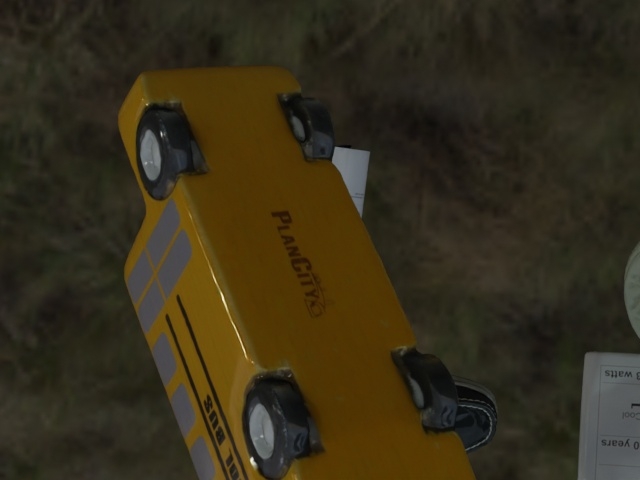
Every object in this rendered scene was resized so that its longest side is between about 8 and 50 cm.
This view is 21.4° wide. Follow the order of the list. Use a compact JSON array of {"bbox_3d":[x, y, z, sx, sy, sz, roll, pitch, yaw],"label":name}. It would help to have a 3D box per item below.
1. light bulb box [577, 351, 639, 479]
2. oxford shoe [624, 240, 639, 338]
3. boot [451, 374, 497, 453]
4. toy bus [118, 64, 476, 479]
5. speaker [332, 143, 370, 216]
[{"bbox_3d":[0.398,0.298,1.465,0.358,0.361,0.225,2,165,13],"label":"light bulb box"},{"bbox_3d":[0.424,0.014,1.115,0.449,0.169,0.130,-2,-160,33],"label":"oxford shoe"},{"bbox_3d":[0.037,0.186,1.311,0.236,0.178,0.085,-5,117,-6],"label":"boot"},{"bbox_3d":[-0.021,0.061,0.941,0.108,0.333,0.130,-8,149,-29],"label":"toy bus"},{"bbox_3d":[0.000,0.000,1.167,0.055,0.136,0.055,7,-176,0],"label":"speaker"}]
